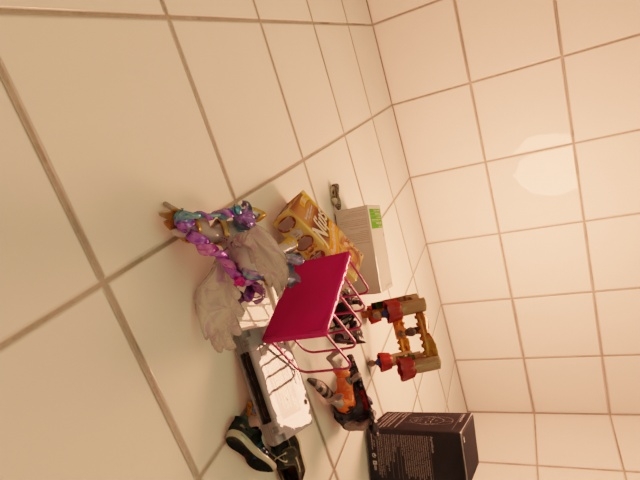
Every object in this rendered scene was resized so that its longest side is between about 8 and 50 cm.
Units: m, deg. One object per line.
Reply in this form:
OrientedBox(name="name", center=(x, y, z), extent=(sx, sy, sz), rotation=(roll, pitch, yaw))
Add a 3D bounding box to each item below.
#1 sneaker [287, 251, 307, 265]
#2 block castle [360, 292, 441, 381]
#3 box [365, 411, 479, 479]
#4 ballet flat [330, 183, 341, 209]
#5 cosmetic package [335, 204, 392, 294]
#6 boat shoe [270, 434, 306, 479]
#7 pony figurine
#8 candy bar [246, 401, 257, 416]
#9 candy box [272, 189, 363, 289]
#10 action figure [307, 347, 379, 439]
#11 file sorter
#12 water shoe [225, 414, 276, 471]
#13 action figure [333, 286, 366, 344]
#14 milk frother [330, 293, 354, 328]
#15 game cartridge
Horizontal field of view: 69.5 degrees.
OrientedBox(name="sneaker", center=(-0.032, 0.073, 1.595), extent=(0.211, 0.081, 0.080), rotation=(-2, 83, -64))
OrientedBox(name="block castle", center=(0.295, 0.386, 1.864), extent=(0.453, 0.212, 0.303), rotation=(110, -32, -79))
OrientedBox(name="box", center=(0.425, 0.852, 1.912), extent=(0.293, 0.395, 0.212), rotation=(10, 73, -62))
OrientedBox(name="ballet flat", center=(0.060, -0.183, 1.927), extent=(0.041, 0.041, 0.115), rotation=(12, 71, -62))
OrientedBox(name="cosmetic package", center=(0.187, 0.041, 1.972), extent=(0.197, 0.155, 0.366), rotation=(-12, 91, -67))
OrientedBox(name="boat shoe", center=(-0.099, 0.594, 1.285), extent=(0.079, 0.083, 0.233), rotation=(-56, 133, -60))
OrientedBox(name="pony figurine", center=(-0.190, 0.046, 1.128), extent=(0.351, 0.303, 0.363), rotation=(54, 23, 20))
OrientedBox(name="candy bar", center=(-0.158, 0.471, 1.281), extent=(0.161, 0.018, 0.040), rotation=(37, 49, -56))
OrientedBox(name="candy box", center=(0.000, 0.000, 1.523), extent=(0.316, 0.087, 0.183), rotation=(47, 26, -11))
OrientedBox(name="action figure", center=(0.077, 0.536, 1.649), extent=(0.341, 0.178, 0.330), rotation=(-110, 180, -54))
OrientedBox(name="file sorter", center=(0.006, 0.211, 1.333), extent=(0.182, 0.202, 0.291), rotation=(55, 37, -30))
OrientedBox(name="water shoe", center=(-0.164, 0.524, 1.188), extent=(0.080, 0.072, 0.203), rotation=(-73, 145, -46))
OrientedBox(name="action figure", center=(0.104, 0.259, 1.799), extent=(0.185, 0.099, 0.285), rotation=(23, 58, -54))
OrientedBox(name="milk frother", center=(0.026, 0.254, 1.649), extent=(0.143, 0.129, 0.135), rotation=(-8, 50, -37))
OrientedBox(name="game cartridge", center=(-0.123, 0.381, 1.261), extent=(0.198, 0.062, 0.298), rotation=(13, 53, -66))
